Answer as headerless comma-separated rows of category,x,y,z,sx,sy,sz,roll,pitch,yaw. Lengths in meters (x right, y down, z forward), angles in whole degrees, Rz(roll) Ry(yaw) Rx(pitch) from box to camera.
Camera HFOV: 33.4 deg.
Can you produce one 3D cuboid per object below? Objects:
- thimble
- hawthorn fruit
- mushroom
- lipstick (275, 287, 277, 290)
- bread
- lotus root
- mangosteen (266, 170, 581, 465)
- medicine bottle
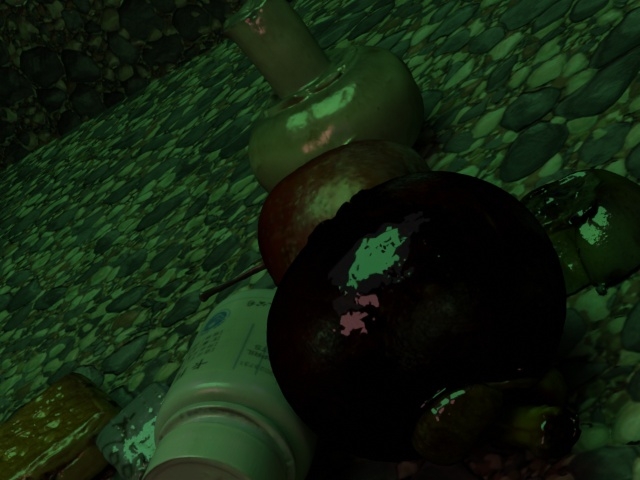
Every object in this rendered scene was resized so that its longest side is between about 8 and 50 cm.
thimble,-0.185,0.246,1.281,0.118,0.127,0.151,-45,38,-11
hawthorn fruit,0.036,-0.015,1.286,0.235,0.263,0.231,-54,-13,-42
mushroom,-0.019,-0.227,1.663,0.314,0.336,0.314,-38,17,13
lipstick,-0.012,0.051,1.474,0.068,0.066,0.317,-27,26,22
bread,-0.383,0.302,1.497,0.235,0.099,0.210,-39,25,-17
lotus root,0.281,-0.021,1.193,0.183,0.078,0.203,-36,25,3
mangosteen,0.105,0.084,1.032,0.297,0.293,0.297,-50,0,0
medicine bottle,-0.083,0.189,1.134,0.170,0.170,0.293,-26,21,23
